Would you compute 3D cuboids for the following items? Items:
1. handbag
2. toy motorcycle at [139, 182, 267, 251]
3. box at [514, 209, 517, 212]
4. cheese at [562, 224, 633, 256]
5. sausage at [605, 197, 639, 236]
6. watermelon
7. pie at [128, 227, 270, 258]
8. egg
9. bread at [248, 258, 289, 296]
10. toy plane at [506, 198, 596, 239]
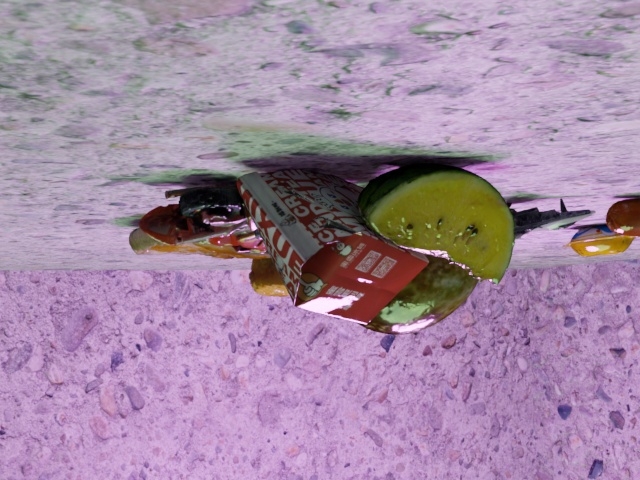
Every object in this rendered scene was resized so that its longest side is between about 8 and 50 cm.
[{"bbox_3d":[0.000,0.000,1.287,0.151,0.171,0.298,-47,149,15],"label":"handbag"},{"bbox_3d":[-0.122,-0.034,1.432,0.171,0.089,0.298,-14,169,36],"label":"toy motorcycle"},{"bbox_3d":[0.305,-0.047,1.866,0.156,0.022,0.089,-1,176,-17],"label":"box"},{"bbox_3d":[0.717,-0.004,2.271,0.176,0.069,0.270,1,171,-41],"label":"cheese"},{"bbox_3d":[0.619,-0.043,1.731,0.197,0.076,0.076,1,175,-18],"label":"sausage"},{"bbox_3d":[0.167,-0.034,1.279,0.301,0.129,0.123,21,167,-40],"label":"watermelon"},{"bbox_3d":[-0.230,-0.003,1.907,0.338,0.077,0.339,3,178,0],"label":"pie"},{"bbox_3d":[0.154,0.052,1.702,0.289,0.238,0.238,-6,174,37],"label":"egg"},{"bbox_3d":[-0.065,0.045,2.062,0.260,0.160,0.147,2,172,32],"label":"bread"},{"bbox_3d":[0.379,-0.035,1.711,0.234,0.082,0.160,-26,-170,12],"label":"toy plane"}]
